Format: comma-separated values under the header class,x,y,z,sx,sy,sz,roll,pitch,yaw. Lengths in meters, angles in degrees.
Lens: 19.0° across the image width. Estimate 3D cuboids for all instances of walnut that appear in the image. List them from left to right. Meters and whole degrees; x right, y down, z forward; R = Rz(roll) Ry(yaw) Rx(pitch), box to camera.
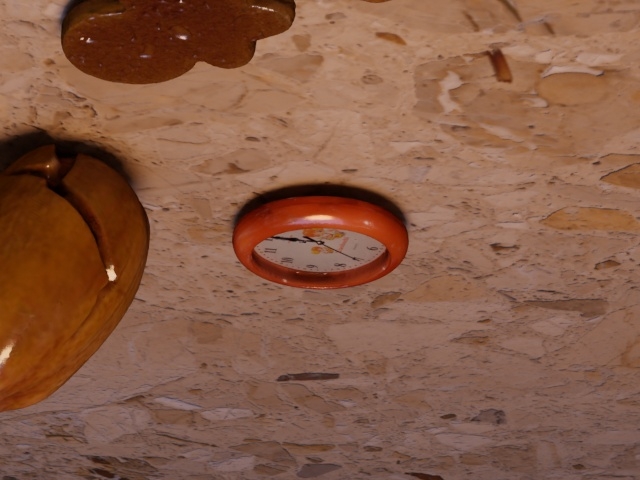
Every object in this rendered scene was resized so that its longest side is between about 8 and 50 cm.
class,x,y,z,sx,sy,sz,roll,pitch,yaw
walnut,-0.307,0.054,2.034,0.209,0.336,0.209,21,159,9

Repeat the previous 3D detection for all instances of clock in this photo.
class,x,y,z,sx,sy,sz,roll,pitch,yaw
clock,0.000,0.000,2.214,0.205,0.051,0.205,0,153,0

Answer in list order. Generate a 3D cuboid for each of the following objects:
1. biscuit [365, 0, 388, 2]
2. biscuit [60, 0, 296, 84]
class,x,y,z,sx,sy,sz,roll,pitch,yaw
biscuit,-0.011,-0.289,1.681,0.186,0.044,0.295,-22,145,39
biscuit,-0.144,-0.209,1.832,0.236,0.039,0.180,-17,150,30
